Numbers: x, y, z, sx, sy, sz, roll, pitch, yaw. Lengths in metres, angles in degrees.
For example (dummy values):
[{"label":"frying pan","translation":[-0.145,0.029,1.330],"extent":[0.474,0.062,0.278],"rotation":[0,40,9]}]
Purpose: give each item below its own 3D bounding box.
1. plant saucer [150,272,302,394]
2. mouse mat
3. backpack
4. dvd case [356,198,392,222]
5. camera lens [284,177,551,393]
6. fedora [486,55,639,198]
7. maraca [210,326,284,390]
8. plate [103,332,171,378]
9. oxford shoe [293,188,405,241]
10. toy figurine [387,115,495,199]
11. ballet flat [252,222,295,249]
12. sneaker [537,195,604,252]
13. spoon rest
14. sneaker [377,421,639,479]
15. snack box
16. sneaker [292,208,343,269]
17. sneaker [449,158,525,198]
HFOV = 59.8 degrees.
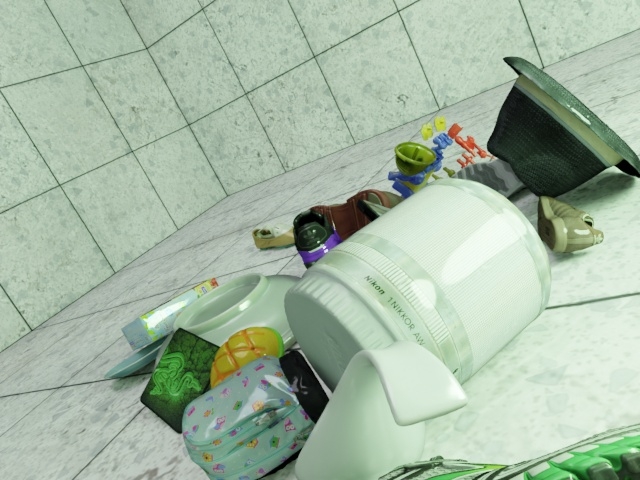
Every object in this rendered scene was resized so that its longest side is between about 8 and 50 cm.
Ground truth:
[{"label":"plant saucer","translation":[-0.187,0.162,1.146],"extent":[0.400,0.100,0.400],"rotation":[-25,14,7]},{"label":"mouse mat","translation":[-0.247,0.239,0.979],"extent":[0.190,0.007,0.152],"rotation":[7,66,52]},{"label":"backpack","translation":[-0.080,0.227,0.709],"extent":[0.182,0.115,0.152],"rotation":[-32,18,-6]},{"label":"dvd case","translation":[0.174,-0.025,1.069],"extent":[0.253,0.180,0.022],"rotation":[-114,43,-75]},{"label":"camera lens","translation":[0.122,0.069,0.683],"extent":[0.274,0.219,0.219],"rotation":[-33,16,-23]},{"label":"fedora","translation":[0.396,-0.170,0.976],"extent":[0.152,0.334,0.334],"rotation":[-49,6,21]},{"label":"maraca","translation":[-0.124,0.215,0.868],"extent":[0.127,0.099,0.185],"rotation":[2,54,44]},{"label":"plate","translation":[-0.403,0.266,1.272],"extent":[0.188,0.024,0.188],"rotation":[-30,5,3]},{"label":"oxford shoe","translation":[0.071,-0.041,1.432],"extent":[0.130,0.123,0.348],"rotation":[-4,-6,-44]},{"label":"toy figurine","translation":[0.271,-0.155,1.437],"extent":[0.362,0.191,0.217],"rotation":[-36,-14,-51]},{"label":"ballet flat","translation":[-0.138,-0.016,1.718],"extent":[0.232,0.073,0.080],"rotation":[-10,23,47]},{"label":"sneaker","translation":[0.389,-0.024,0.882],"extent":[0.071,0.066,0.188],"rotation":[1,22,12]},{"label":"spoon rest","translation":[0.049,0.167,0.499],"extent":[0.137,0.084,0.276],"rotation":[-10,-35,-17]},{"label":"sneaker","translation":[0.119,0.201,0.408],"extent":[0.343,0.134,0.146],"rotation":[-24,14,13]},{"label":"snack box","translation":[-0.357,0.178,1.349],"extent":[0.207,0.070,0.174],"rotation":[-29,0,-36]},{"label":"sneaker","translation":[0.001,0.000,1.212],"extent":[0.102,0.146,0.293],"rotation":[-27,1,2]},{"label":"sneaker","translation":[0.390,-0.125,1.189],"extent":[0.281,0.105,0.115],"rotation":[-27,-20,17]}]
